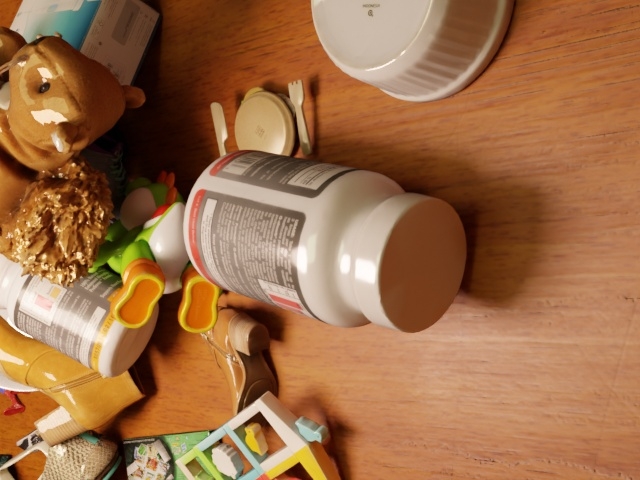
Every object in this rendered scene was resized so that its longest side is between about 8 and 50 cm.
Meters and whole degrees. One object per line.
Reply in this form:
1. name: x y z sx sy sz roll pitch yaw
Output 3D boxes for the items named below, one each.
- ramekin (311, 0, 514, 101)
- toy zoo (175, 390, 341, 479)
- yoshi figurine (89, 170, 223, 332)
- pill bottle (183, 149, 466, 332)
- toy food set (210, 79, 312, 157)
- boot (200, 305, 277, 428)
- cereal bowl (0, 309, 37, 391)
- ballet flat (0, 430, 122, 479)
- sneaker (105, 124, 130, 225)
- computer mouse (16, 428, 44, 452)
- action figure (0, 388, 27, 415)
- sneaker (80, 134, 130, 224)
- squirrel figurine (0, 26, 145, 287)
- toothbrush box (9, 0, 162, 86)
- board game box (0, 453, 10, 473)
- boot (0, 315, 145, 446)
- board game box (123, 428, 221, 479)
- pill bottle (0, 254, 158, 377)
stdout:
1. ramekin: 0.105 -0.317 1.286 0.273 0.127 0.273 3 95 45
2. toy zoo: -0.084 0.352 1.526 0.192 0.030 0.293 52 129 2
3. yoshi figurine: -0.273 0.035 1.623 0.203 0.204 0.362 -29 33 1
4. pill bottle: 0.000 0.000 1.347 0.363 0.210 0.210 15 102 44
5. toy food set: -0.082 -0.174 1.550 0.192 0.038 0.132 -7 94 40
6. boot: -0.139 0.203 1.605 0.152 0.073 0.197 17 105 51
7. cereal bowl: -0.560 0.109 1.905 0.339 0.141 0.339 3 107 9
8. ballet flat: -0.559 0.509 1.949 0.182 0.164 0.483 35 121 -5
9. sneaker: -0.410 -0.125 1.828 0.135 0.097 0.276 -13 82 47
10. computer mouse: -0.556 0.395 2.018 0.042 0.106 0.193 56 143 -2
11. action figure: -0.754 0.264 2.169 0.280 0.139 0.091 43 119 38
12. sneaker: -0.366 -0.117 1.729 0.098 0.083 0.224 -19 120 28
13. squirrel figurine: -0.426 -0.135 1.539 0.370 0.281 0.397 -11 109 35
14. toothbrush box: -0.450 -0.332 1.788 0.295 0.126 0.216 5 70 43
15. board game box: -0.687 0.550 2.112 0.186 0.026 0.126 -114 31 -74
16. boot: -0.460 0.203 1.803 0.211 0.104 0.295 -32 84 -2
17. board game box: -0.256 0.406 1.750 0.259 0.030 0.136 -15 79 44
18. pill bottle: -0.433 0.107 1.717 0.278 0.162 0.162 26 113 11
